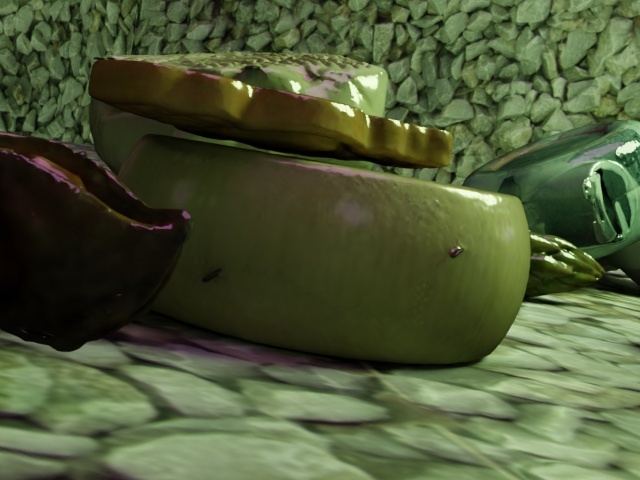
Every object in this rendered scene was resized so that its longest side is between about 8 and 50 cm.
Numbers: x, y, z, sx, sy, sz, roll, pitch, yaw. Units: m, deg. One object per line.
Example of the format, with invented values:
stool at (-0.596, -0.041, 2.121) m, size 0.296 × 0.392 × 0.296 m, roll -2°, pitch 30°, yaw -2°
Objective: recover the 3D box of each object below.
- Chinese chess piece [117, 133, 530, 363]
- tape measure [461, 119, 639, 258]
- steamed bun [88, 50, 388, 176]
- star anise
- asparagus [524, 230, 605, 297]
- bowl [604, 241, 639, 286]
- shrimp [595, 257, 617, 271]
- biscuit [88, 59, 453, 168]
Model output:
Chinese chess piece at (0.000, 0.000, 0.622) m, size 0.273 × 0.102 × 0.273 m, roll 10°, pitch 5°, yaw -1°
tape measure at (0.305, -0.049, 1.223) m, size 0.256 × 0.147 × 0.275 m, roll -11°, pitch 12°, yaw 45°
steamed bun at (-0.086, -0.100, 1.045) m, size 0.320 × 0.206 × 0.275 m, roll 14°, pitch 21°, yaw 36°
star anise at (-0.174, 0.002, 0.334) m, size 0.220 × 0.098 × 0.214 m, roll 20°, pitch 24°, yaw 39°
asparagus at (0.153, 0.014, 0.952) m, size 0.287 × 0.080 × 0.080 m, roll 10°, pitch 5°, yaw -14°
bowl at (0.527, -0.019, 1.306) m, size 0.287 × 0.143 × 0.287 m, roll -34°, pitch 6°, yaw 4°
shrimp at (0.462, -0.052, 1.490) m, size 0.360 × 0.247 × 0.085 m, roll 19°, pitch 27°, yaw -25°
biscuit at (-0.026, -0.070, 0.576) m, size 0.144 × 0.040 × 0.236 m, roll 4°, pitch 0°, yaw 43°
